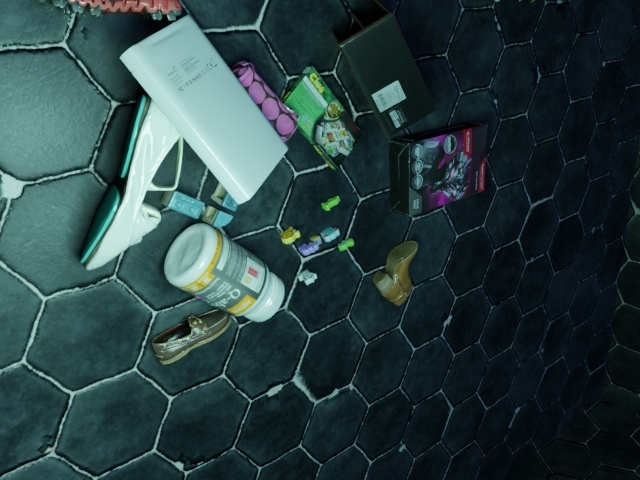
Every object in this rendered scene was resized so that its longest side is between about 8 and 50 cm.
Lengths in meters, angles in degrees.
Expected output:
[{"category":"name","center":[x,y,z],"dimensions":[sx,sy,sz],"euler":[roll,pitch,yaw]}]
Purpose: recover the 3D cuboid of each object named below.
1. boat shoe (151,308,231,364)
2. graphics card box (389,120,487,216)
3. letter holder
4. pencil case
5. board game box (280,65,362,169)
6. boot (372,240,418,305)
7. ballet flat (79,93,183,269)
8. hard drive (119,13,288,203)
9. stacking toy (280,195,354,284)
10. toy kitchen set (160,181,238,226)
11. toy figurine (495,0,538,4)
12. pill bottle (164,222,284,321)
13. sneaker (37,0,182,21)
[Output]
[{"category":"boat shoe","center":[-0.317,0.224,1.425],"dimensions":[0.207,0.073,0.073],"euler":[-33,125,-27]},{"category":"graphics card box","center":[0.378,-0.234,1.821],"dimensions":[0.371,0.094,0.232],"euler":[-17,116,-33]},{"category":"letter holder","center":[0.157,-0.471,1.542],"dimensions":[0.152,0.214,0.302],"euler":[-29,129,10]},{"category":"pencil case","center":[-0.142,-0.329,1.367],"dimensions":[0.098,0.095,0.209],"euler":[-42,129,5]},{"category":"board game box","center":[0.005,-0.321,1.531],"dimensions":[0.136,0.030,0.259],"euler":[-52,130,-10]},{"category":"boot","center":[0.268,0.107,1.866],"dimensions":[0.197,0.073,0.152],"euler":[-46,128,-2]},{"category":"ballet flat","center":[-0.371,-0.101,1.187],"dimensions":[0.139,0.139,0.400],"euler":[15,106,-41]},{"category":"hard drive","center":[-0.221,-0.274,1.190],"dimensions":[0.353,0.047,0.233],"euler":[52,36,-19]},{"category":"stacking toy","center":[0.000,0.000,1.621],"dimensions":[0.221,0.052,0.167],"euler":[-37,125,-25]},{"category":"toy kitchen set","center":[-0.241,-0.142,1.329],"dimensions":[0.166,0.122,0.207],"euler":[25,89,-41]},{"category":"toy figurine","center":[0.575,-0.816,1.701],"dimensions":[0.148,0.210,0.213],"euler":[-7,114,-55]},{"category":"pill bottle","center":[-0.225,0.087,1.396],"dimensions":[0.278,0.162,0.162],"euler":[38,80,-40]},{"category":"sneaker","center":[-0.400,-0.493,1.096],"dimensions":[0.276,0.098,0.135],"euler":[-15,114,-37]}]
